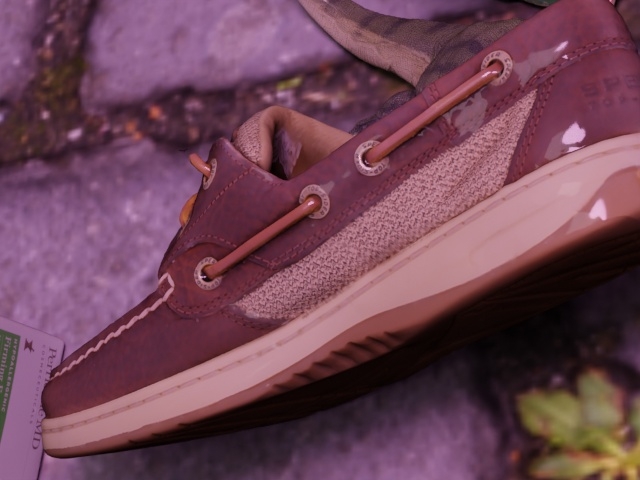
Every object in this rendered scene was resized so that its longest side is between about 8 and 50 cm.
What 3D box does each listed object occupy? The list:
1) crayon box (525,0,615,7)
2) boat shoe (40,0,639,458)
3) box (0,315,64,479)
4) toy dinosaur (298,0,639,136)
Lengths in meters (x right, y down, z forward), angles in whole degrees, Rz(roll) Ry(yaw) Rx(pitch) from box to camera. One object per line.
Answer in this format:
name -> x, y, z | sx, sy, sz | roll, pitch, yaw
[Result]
crayon box -> 0.025, -0.245, 0.915 | 0.318, 0.081, 0.202 | 18, 84, 28
boat shoe -> 0.000, 0.000, 0.804 | 0.342, 0.123, 0.123 | -28, 74, 37
box -> -0.199, 0.085, 0.927 | 0.102, 0.087, 0.101 | 5, 78, 26
toy dinosaur -> 0.068, -0.060, 0.860 | 0.268, 0.064, 0.118 | 18, 81, 33
